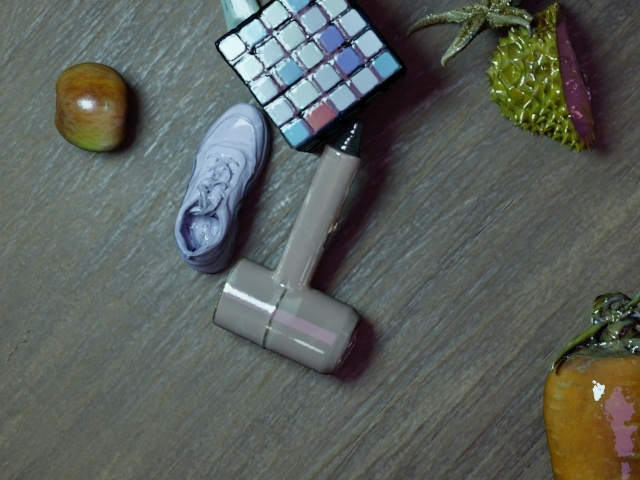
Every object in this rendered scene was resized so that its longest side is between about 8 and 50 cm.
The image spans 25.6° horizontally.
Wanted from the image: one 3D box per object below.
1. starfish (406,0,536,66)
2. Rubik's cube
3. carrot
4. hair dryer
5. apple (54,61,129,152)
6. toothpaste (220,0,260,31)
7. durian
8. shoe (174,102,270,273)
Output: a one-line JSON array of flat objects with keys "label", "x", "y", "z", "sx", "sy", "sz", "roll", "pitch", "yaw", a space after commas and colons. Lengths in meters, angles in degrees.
[{"label": "starfish", "x": 0.225, "y": -0.313, "z": 1.908, "sx": 0.238, "sy": 0.213, "sz": 0.057, "roll": -12, "pitch": 125, "yaw": 43}, {"label": "Rubik's cube", "x": -0.007, "y": -0.240, "z": 1.888, "sx": 0.187, "sy": 0.182, "sz": 0.184, "roll": -37, "pitch": 90, "yaw": 6}, {"label": "carrot", "x": 0.386, "y": 0.227, "z": 1.821, "sx": 0.193, "sy": 0.214, "sz": 0.331, "roll": -6, "pitch": 85, "yaw": 6}, {"label": "hair dryer", "x": 0.000, "y": 0.000, "z": 1.894, "sx": 0.189, "sy": 0.107, "sz": 0.344, "roll": 24, "pitch": 107, "yaw": 7}, {"label": "apple", "x": -0.319, "y": -0.185, "z": 1.964, "sx": 0.102, "sy": 0.126, "sz": 0.126, "roll": 1, "pitch": 89, "yaw": -12}, {"label": "toothpaste", "x": -0.135, "y": -0.394, "z": 1.991, "sx": 0.060, "sy": 0.038, "sz": 0.233, "roll": -19, "pitch": 89, "yaw": 10}, {"label": "durian", "x": 0.306, "y": -0.219, "z": 1.895, "sx": 0.132, "sy": 0.165, "sz": 0.182, "roll": -7, "pitch": 113, "yaw": -23}, {"label": "shoe", "x": -0.140, "y": -0.074, "z": 1.932, "sx": 0.095, "sy": 0.137, "sz": 0.245, "roll": 17, "pitch": 91, "yaw": 3}]
